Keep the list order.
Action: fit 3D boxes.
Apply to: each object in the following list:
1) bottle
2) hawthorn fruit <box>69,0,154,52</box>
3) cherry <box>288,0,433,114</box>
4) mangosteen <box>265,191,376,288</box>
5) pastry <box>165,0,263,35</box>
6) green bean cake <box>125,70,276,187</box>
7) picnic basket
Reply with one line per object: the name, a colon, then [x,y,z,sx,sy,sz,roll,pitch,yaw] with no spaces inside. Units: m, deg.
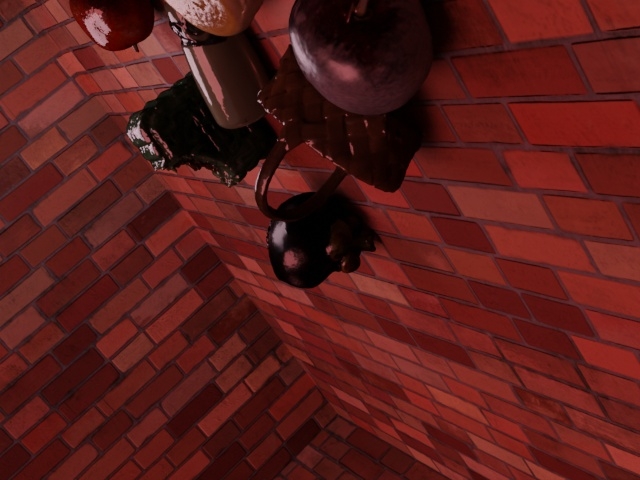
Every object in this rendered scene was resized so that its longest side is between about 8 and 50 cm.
bottle: [-0.238,-0.438,2.078,0.168,0.168,0.347,25,149,51]
hawthorn fruit: [-0.543,-0.607,2.377,0.215,0.215,0.250,31,161,42]
cherry: [0.070,-0.332,1.501,0.255,0.218,0.296,38,174,16]
mangosteen: [-0.003,-0.003,2.377,0.287,0.287,0.233,79,173,-59]
pastry: [-0.231,-0.537,1.829,0.264,0.133,0.265,29,167,7]
green bean cake: [-0.311,-0.275,2.365,0.308,0.300,0.169,54,161,-18]
picnic basket: [-0.006,-0.170,1.777,0.337,0.337,0.293,39,-168,24]
